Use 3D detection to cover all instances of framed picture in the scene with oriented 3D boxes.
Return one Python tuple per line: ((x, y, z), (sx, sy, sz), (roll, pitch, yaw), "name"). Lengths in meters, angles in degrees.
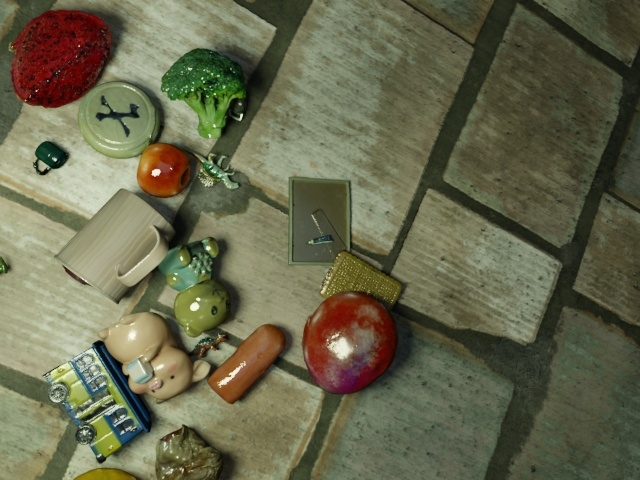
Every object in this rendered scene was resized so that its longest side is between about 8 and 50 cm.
((-0.002, -0.062, 1.707), (0.211, 0.020, 0.290), (1, 84, -16), "framed picture")

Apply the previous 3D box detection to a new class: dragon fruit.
((-0.749, -0.523, 1.490), (0.205, 0.152, 0.317), (42, 83, 13), "dragon fruit")

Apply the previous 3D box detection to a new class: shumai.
((-0.378, 0.631, 1.482), (0.184, 0.218, 0.185), (-6, 47, -20), "shumai")

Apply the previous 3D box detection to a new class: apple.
((-0.457, -0.204, 1.521), (0.139, 0.163, 0.163), (13, 81, -6), "apple")

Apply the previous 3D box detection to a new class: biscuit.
((0.135, 0.160, 1.707), (0.254, 0.029, 0.172), (30, 84, -12), "biscuit")

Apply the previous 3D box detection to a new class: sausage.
((-0.213, 0.363, 1.558), (0.259, 0.113, 0.113), (-45, 97, -14), "sausage")

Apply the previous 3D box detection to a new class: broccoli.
((-0.348, -0.441, 1.560), (0.254, 0.269, 0.269), (-5, 85, -7), "broccoli")

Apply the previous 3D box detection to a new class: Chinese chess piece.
((-0.590, -0.356, 1.533), (0.237, 0.092, 0.238), (2, 83, -17), "Chinese chess piece")

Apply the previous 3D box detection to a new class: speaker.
((-0.782, -0.231, 1.480), (0.075, 0.060, 0.094), (36, 76, -8), "speaker")

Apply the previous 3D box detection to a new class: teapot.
((-0.269, -0.429, 1.653), (0.057, 0.066, 0.088), (8, 105, 4), "teapot")

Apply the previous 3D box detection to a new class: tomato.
((0.089, 0.323, 1.599), (0.335, 0.176, 0.290), (-43, 95, -6), "tomato")

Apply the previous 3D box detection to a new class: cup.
((-0.551, 0.015, 1.410), (0.208, 0.288, 0.273), (42, 72, -17), "cup")

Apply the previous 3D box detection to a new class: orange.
((-0.579, 0.697, 1.383), (0.237, 0.158, 0.179), (8, 120, -14), "orange")

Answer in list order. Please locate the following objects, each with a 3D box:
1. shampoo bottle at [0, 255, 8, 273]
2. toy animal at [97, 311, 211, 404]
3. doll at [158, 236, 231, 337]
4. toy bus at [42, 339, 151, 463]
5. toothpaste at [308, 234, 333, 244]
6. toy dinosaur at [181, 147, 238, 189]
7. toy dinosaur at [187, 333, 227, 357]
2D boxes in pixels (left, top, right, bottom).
((-0.963, 0.106, 1.380), (0.234, 0.087, 0.118), (-18, 87, -17), "shampoo bottle")
((-0.462, 0.322, 1.434), (0.195, 0.213, 0.256), (-29, 86, 6), "toy animal")
((-0.360, 0.140, 1.508), (0.177, 0.161, 0.261), (-22, 90, -56), "doll")
((-0.605, 0.438, 1.422), (0.175, 0.138, 0.288), (-32, 93, -16), "toy bus")
((0.000, 0.000, 1.683), (0.083, 0.019, 0.027), (-11, 71, -21), "toothpaste")
((-0.345, -0.219, 1.618), (0.187, 0.044, 0.106), (8, 97, -16), "toy dinosaur")
((-0.350, 0.320, 1.552), (0.154, 0.049, 0.055), (-22, 81, -9), "toy dinosaur")
